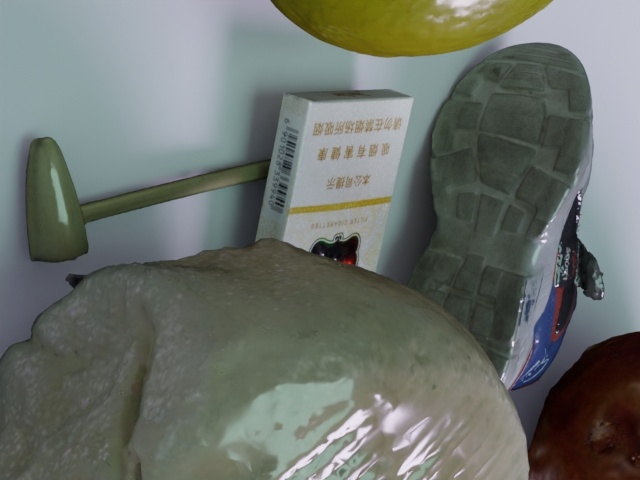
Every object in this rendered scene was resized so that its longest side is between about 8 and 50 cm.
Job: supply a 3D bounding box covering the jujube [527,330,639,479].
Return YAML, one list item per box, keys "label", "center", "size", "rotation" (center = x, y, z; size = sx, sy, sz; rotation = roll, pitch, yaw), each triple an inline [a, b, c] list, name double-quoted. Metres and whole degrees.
- label: "jujube"
  center: [0.232, 0.167, 1.223]
  size: [0.197, 0.197, 0.290]
  rotation: [-57, 150, -14]

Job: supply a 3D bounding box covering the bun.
- label: "bun"
  center: [-0.052, 0.118, 0.906]
  size: [0.281, 0.205, 0.281]
  rotation: [-30, 132, -39]

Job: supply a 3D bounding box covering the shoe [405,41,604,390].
- label: "shoe"
  center: [0.122, 0.002, 1.120]
  size: [0.125, 0.099, 0.227]
  rotation: [25, 81, -53]

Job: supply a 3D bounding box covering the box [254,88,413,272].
- label: "box"
  center: [0.000, 0.000, 1.034]
  size: [0.090, 0.024, 0.167]
  rotation: [-8, 115, -50]

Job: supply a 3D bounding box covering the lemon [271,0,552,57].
- label: "lemon"
  center: [0.057, -0.186, 0.933]
  size: [0.248, 0.184, 0.184]
  rotation: [-28, 122, -35]

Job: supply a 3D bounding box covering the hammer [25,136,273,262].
- label: "hammer"
  center: [-0.071, -0.037, 0.971]
  size: [0.195, 0.028, 0.060]
  rotation: [-16, 108, -45]
